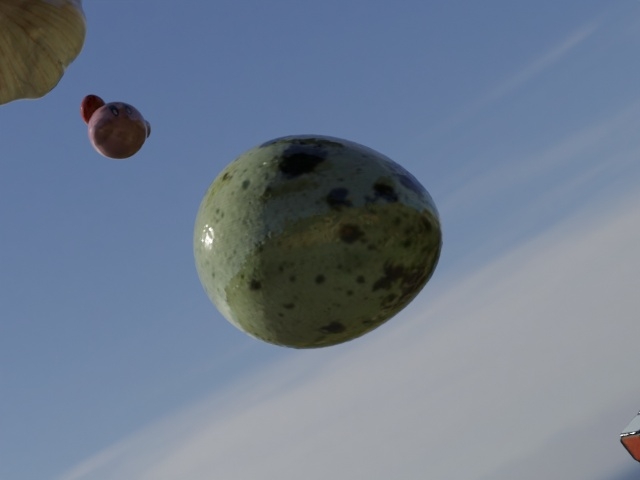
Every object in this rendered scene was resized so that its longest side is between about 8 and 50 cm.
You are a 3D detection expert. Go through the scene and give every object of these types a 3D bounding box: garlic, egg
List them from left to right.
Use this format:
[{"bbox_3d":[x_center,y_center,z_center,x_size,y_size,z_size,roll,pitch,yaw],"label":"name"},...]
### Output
[{"bbox_3d":[-0.333,-0.249,1.712,0.199,0.199,0.226,-29,-27,-10],"label":"garlic"},{"bbox_3d":[0.000,0.000,1.436,0.228,0.177,0.177,-6,10,45],"label":"egg"}]

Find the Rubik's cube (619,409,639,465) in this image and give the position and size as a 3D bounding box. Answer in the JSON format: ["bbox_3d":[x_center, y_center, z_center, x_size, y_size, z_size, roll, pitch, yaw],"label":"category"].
[{"bbox_3d":[0.439,0.207,1.845,0.151,0.154,0.155,-45,12,-29],"label":"Rubik's cube"}]

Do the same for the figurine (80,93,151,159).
[{"bbox_3d":[-0.231,-0.126,2.026,0.083,0.071,0.067,3,-70,-32],"label":"figurine"}]
